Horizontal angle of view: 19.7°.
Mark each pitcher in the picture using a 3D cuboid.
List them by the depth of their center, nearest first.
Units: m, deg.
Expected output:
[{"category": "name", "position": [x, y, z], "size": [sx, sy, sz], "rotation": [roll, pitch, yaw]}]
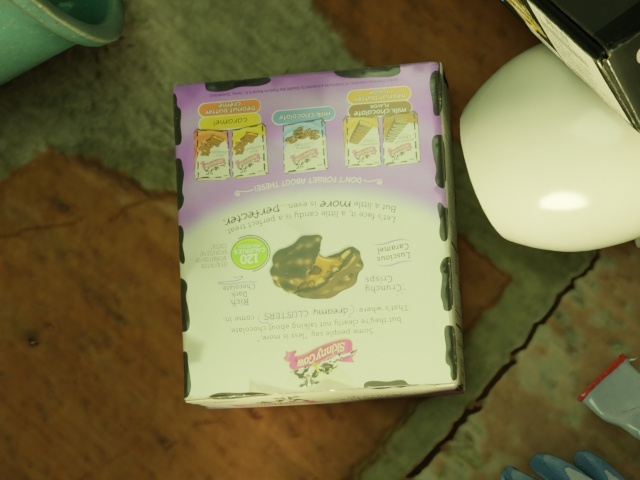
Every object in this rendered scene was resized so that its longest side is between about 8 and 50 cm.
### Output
[{"category": "pitcher", "position": [0.202, -0.049, 1.070], "size": [0.207, 0.125, 0.177], "rotation": [-18, 115, 20]}]

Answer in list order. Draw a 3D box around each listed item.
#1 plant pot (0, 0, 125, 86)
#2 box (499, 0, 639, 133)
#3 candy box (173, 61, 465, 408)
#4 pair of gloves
[{"category": "plant pot", "position": [-0.351, -0.166, 1.086], "size": [0.334, 0.341, 0.341], "rotation": [-33, 78, 10]}, {"category": "box", "position": [0.213, -0.235, 1.045], "size": [0.295, 0.073, 0.293], "rotation": [-36, 43, 2]}, {"category": "candy box", "position": [0.000, 0.000, 1.119], "size": [0.165, 0.070, 0.196], "rotation": [-4, 80, 8]}, {"category": "pair of gloves", "position": [0.195, 0.145, 1.037], "size": [0.159, 0.023, 0.198], "rotation": [34, 49, 20]}]
